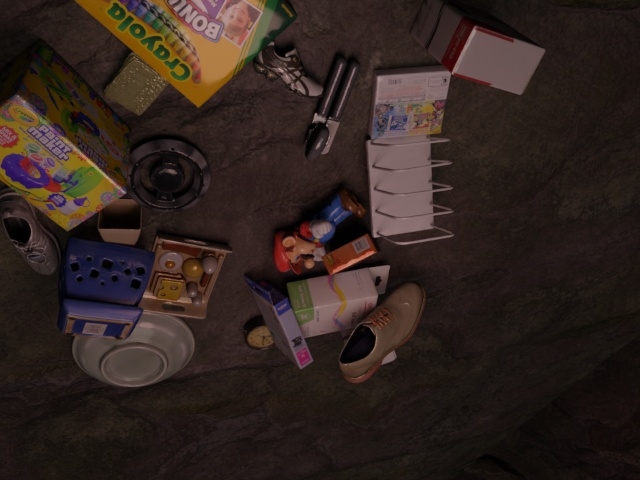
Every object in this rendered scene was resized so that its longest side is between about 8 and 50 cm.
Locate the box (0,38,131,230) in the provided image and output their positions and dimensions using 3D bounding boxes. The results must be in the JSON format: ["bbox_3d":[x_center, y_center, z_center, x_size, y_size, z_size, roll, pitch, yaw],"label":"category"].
[{"bbox_3d":[-0.588,-0.233,1.246,0.177,0.279,0.290,-30,131,11],"label":"box"}]

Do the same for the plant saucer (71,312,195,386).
[{"bbox_3d":[-0.624,0.390,1.897,0.400,0.101,0.401,-8,132,-10],"label":"plant saucer"}]

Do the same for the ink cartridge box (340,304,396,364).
[{"bbox_3d":[0.158,0.338,1.990,0.158,0.218,0.092,-20,133,2],"label":"ink cartridge box"}]

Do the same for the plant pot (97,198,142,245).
[{"bbox_3d":[-0.546,-0.043,1.546,0.109,0.109,0.096,0,142,-16],"label":"plant pot"}]

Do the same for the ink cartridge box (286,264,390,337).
[{"bbox_3d":[0.072,0.208,1.896,0.353,0.119,0.207,-11,145,-7],"label":"ink cartridge box"}]

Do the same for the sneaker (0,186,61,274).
[{"bbox_3d":[-0.786,-0.001,1.500,0.105,0.115,0.281,-13,132,-4],"label":"sneaker"}]

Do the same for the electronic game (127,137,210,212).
[{"bbox_3d":[-0.409,-0.171,1.505,0.229,0.048,0.229,-8,130,-10],"label":"electronic game"}]

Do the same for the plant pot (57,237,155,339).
[{"bbox_3d":[-0.607,0.149,1.570,0.235,0.212,0.236,11,149,-24],"label":"plant pot"}]

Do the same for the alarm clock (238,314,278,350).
[{"bbox_3d":[-0.195,0.336,1.993,0.129,0.064,0.192,-27,129,8],"label":"alarm clock"}]

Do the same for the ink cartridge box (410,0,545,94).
[{"bbox_3d":[0.356,-0.465,1.317,0.196,0.273,0.114,8,123,-22],"label":"ink cartridge box"}]

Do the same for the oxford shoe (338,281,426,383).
[{"bbox_3d":[0.203,0.279,1.806,0.397,0.140,0.146,-51,150,-15],"label":"oxford shoe"}]

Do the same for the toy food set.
[{"bbox_3d":[-0.417,0.118,1.723,0.219,0.092,0.306,11,126,-24],"label":"toy food set"}]

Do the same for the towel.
[{"bbox_3d":[-0.433,-0.369,1.332,0.110,0.027,0.148,28,126,-35],"label":"towel"}]

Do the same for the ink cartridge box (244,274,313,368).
[{"bbox_3d":[-0.134,0.250,1.821,0.065,0.185,0.311,-33,119,-19],"label":"ink cartridge box"}]

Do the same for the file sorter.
[{"bbox_3d":[0.252,-0.145,1.548,0.192,0.173,0.278,-9,103,-16],"label":"file sorter"}]

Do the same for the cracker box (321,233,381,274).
[{"bbox_3d":[0.099,0.041,1.730,0.155,0.067,0.232,-27,175,8],"label":"cracker box"}]

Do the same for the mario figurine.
[{"bbox_3d":[0.000,0.000,1.688,0.320,0.170,0.198,-39,126,15],"label":"mario figurine"}]

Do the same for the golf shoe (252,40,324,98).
[{"bbox_3d":[-0.064,-0.415,1.372,0.198,0.077,0.094,18,123,-30],"label":"golf shoe"}]

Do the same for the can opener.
[{"bbox_3d":[0.031,-0.336,1.464,0.074,0.093,0.280,9,122,-21],"label":"can opener"}]

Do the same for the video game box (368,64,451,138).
[{"bbox_3d":[0.237,-0.370,1.515,0.205,0.048,0.187,-6,129,-10],"label":"video game box"}]

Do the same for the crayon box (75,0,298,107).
[{"bbox_3d":[-0.285,-0.517,1.200,0.313,0.106,0.363,-37,129,17],"label":"crayon box"}]
